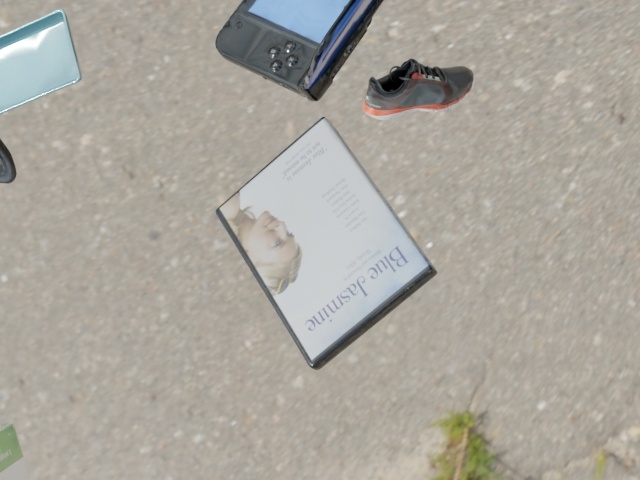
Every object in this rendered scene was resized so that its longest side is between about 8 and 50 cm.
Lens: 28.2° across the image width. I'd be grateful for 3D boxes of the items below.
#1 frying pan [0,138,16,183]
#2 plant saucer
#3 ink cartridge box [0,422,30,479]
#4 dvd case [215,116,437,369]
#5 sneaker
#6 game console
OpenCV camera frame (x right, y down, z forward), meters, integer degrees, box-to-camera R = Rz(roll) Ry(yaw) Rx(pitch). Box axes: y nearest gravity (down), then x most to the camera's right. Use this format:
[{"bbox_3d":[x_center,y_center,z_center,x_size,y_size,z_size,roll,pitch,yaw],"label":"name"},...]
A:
[{"bbox_3d":[-0.337,-0.156,0.777,0.197,0.053,0.326,-15,106,12],"label":"frying pan"},{"bbox_3d":[-0.291,-0.136,1.113,0.192,0.018,0.067,-19,80,19],"label":"plant saucer"},{"bbox_3d":[-0.158,0.216,0.544,0.056,0.171,0.235,-15,95,15],"label":"ink cartridge box"},{"bbox_3d":[0.000,0.000,1.477,0.180,0.022,0.253,-40,59,11],"label":"dvd case"},{"bbox_3d":[0.130,-0.202,1.631,0.061,0.158,0.064,52,154,42],"label":"sneaker"},{"bbox_3d":[0.014,-0.331,1.493,0.250,0.173,0.293,29,78,30],"label":"game console"}]
